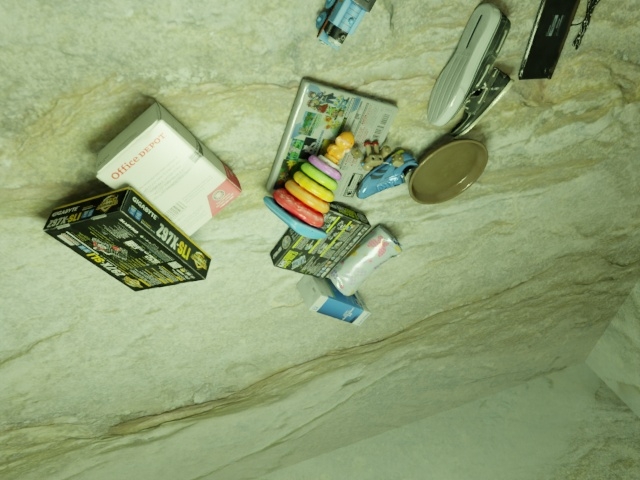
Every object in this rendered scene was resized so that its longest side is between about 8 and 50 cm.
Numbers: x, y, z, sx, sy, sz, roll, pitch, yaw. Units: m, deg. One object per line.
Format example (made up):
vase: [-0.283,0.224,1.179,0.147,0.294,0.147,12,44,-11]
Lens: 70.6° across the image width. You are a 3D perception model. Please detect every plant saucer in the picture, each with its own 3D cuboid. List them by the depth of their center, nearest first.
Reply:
plant saucer: [0.409,-0.225,1.471,0.278,0.041,0.277,-14,144,-11]

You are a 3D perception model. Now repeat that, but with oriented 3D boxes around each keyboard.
keyboard: [0.703,-0.629,1.316,0.202,0.033,0.317,-6,131,-13]

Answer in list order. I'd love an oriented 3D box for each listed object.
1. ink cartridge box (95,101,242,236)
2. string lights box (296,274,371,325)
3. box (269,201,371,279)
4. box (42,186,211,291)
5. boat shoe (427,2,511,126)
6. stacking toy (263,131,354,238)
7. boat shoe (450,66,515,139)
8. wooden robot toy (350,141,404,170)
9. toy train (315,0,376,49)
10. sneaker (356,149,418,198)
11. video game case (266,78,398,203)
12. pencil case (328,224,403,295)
ink cartridge box: [-0.369,-0.166,1.122,0.207,0.117,0.283,-38,133,8]
string lights box: [0.051,0.210,1.630,0.260,0.133,0.076,25,113,-38]
box: [0.000,0.000,1.459,0.216,0.060,0.270,18,124,-37]
box: [-0.480,0.013,1.162,0.257,0.079,0.322,-10,142,24]
boat shoe: [0.420,-0.465,1.252,0.119,0.121,0.335,11,120,-28]
stacking toy: [-0.004,-0.171,1.242,0.175,0.166,0.301,19,107,-54]
boat shoe: [0.473,-0.410,1.372,0.079,0.084,0.233,38,117,-3]
wooden robot toy: [0.151,-0.238,1.319,0.174,0.076,0.079,-3,164,-24]
toy train: [0.059,-0.529,1.035,0.080,0.105,0.184,17,118,-35]
sneaker: [0.205,-0.188,1.384,0.209,0.082,0.069,-39,156,-2]
video game case: [0.031,-0.265,1.293,0.300,0.036,0.328,5,125,-29]
pencil case: [0.155,0.071,1.577,0.273,0.113,0.124,-42,111,12]
